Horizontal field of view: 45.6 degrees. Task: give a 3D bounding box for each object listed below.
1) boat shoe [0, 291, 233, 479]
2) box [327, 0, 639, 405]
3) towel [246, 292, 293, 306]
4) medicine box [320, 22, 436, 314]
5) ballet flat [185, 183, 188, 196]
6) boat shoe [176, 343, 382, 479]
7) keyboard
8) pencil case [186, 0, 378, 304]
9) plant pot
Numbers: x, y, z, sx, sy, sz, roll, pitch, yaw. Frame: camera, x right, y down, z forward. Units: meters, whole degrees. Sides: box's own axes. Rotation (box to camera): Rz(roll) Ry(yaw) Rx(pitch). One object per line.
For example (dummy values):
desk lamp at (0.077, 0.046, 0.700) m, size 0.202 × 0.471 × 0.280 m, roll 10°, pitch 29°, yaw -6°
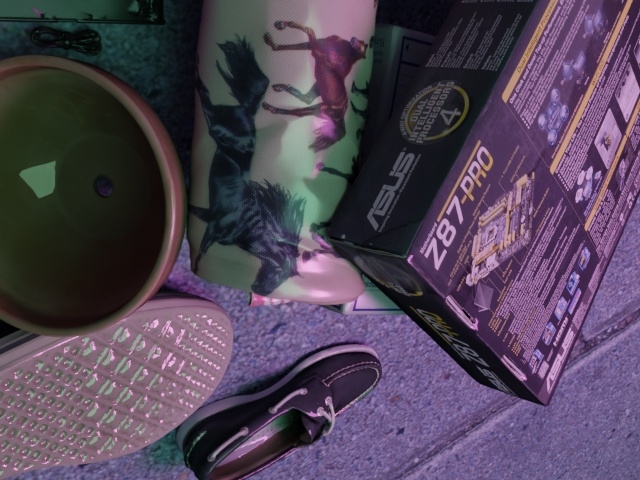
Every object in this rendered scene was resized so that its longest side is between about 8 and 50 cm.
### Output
boat shoe at (-0.306, 0.142, 0.743) m, size 0.500 × 0.156 × 0.186 m, roll -15°, pitch 120°, yaw -40°
box at (0.206, -0.080, 0.726) m, size 0.318 × 0.097 × 0.394 m, roll 43°, pitch 70°, yaw -45°
towel at (0.000, 0.000, 0.901) m, size 0.197 × 0.029 × 0.144 m, roll -4°, pitch 98°, yaw -32°
medicine box at (0.113, -0.070, 0.847) m, size 0.264 × 0.149 × 0.289 m, roll 4°, pitch 101°, yaw -35°
ballet flat at (-0.178, -0.066, 0.771) m, size 0.114 × 0.041 × 0.041 m, roll 29°, pitch 99°, yaw -40°
boat shoe at (-0.035, 0.236, 1.010) m, size 0.303 × 0.091 × 0.114 m, roll -25°, pitch 128°, yaw -19°
keyboard at (-0.224, -0.216, 0.664) m, size 0.180 × 0.023 × 0.108 m, roll -7°, pitch 114°, yaw -29°
pencil case at (-0.026, -0.142, 0.663) m, size 0.183 × 0.160 × 0.410 m, roll -20°, pitch 115°, yaw -69°
plant pot at (-0.217, -0.043, 0.679) m, size 0.237 × 0.237 × 0.110 m, roll -67°, pitch 171°, yaw 17°
